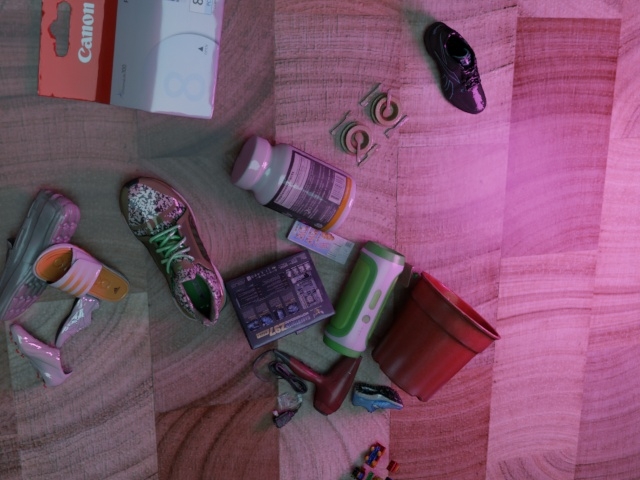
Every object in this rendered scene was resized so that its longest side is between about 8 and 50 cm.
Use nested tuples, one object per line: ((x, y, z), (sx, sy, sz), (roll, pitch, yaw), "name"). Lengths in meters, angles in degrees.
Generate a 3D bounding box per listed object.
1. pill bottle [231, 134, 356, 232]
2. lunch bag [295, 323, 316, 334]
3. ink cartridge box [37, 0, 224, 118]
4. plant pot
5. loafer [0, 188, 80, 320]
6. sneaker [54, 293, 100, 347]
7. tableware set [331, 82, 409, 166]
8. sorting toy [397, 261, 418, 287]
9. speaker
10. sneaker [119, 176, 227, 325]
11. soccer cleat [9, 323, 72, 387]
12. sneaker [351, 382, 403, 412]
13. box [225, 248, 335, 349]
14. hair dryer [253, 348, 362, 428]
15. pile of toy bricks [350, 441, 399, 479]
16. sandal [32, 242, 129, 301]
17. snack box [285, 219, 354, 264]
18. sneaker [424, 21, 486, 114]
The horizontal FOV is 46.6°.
((-0.065, -0.140, 1.810), (0.278, 0.162, 0.162), (24, 96, -22), "pill bottle")
((-0.047, 0.207, 1.967), (0.071, 0.053, 0.083), (-29, 137, -10), "lunch bag")
((-0.417, -0.447, 1.649), (0.384, 0.091, 0.308), (3, 103, -20), "ink cartridge box")
((0.294, 0.271, 1.999), (0.272, 0.272, 0.265), (35, 99, -23), "plant pot")
((-0.665, 0.034, 1.698), (0.111, 0.112, 0.320), (32, 94, 13), "loafer")
((-0.585, 0.197, 1.786), (0.061, 0.053, 0.152), (32, 92, -26), "sneaker")
((0.135, -0.295, 1.900), (0.194, 0.039, 0.128), (-45, 113, -2), "tableware set")
((0.237, 0.096, 2.016), (0.012, 0.083, 0.062), (11, 100, -31), "sorting toy")
((0.114, 0.155, 1.966), (0.131, 0.131, 0.297), (22, 97, -22), "speaker")
((-0.330, 0.034, 1.756), (0.158, 0.182, 0.410), (-32, 112, -8), "sneaker")
((-0.669, 0.266, 1.773), (0.076, 0.068, 0.196), (-32, 119, -13), "soccer cleat")
((0.159, 0.454, 2.110), (0.162, 0.063, 0.073), (17, 116, -17), "sneaker")
((-0.103, 0.151, 1.893), (0.232, 0.059, 0.183), (-23, 83, -11), "box")
((-0.017, 0.377, 2.009), (0.293, 0.080, 0.224), (-19, 109, -13), "hair dryer")
((0.154, 0.704, 2.153), (0.212, 0.118, 0.105), (-57, 146, -7), "pile of toy bricks")
((-0.530, 0.088, 1.711), (0.265, 0.076, 0.102), (31, 93, -49), "sandal")
((0.000, 0.000, 1.944), (0.178, 0.022, 0.064), (25, 96, -23), "snack box")
((0.356, -0.432, 1.902), (0.101, 0.106, 0.267), (-39, 114, -6), "sneaker")
